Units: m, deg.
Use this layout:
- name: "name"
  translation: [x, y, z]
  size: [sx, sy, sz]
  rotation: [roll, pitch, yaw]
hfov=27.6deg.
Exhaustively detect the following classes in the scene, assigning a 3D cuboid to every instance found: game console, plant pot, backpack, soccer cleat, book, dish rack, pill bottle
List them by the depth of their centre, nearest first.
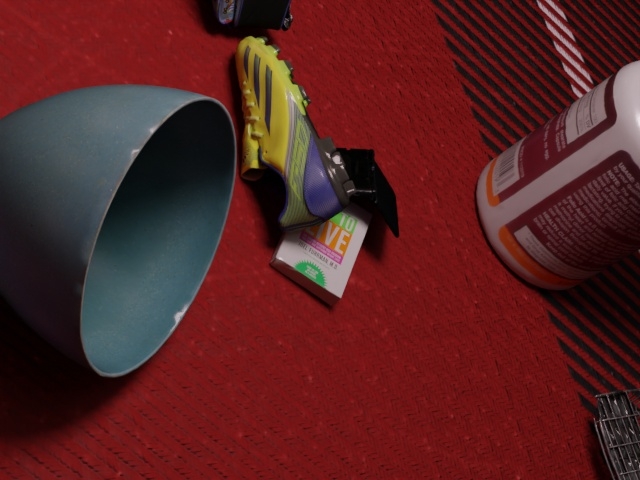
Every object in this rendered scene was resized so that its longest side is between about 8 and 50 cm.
- name: "plant pot"
  translation: [-0.237, -0.035, 1.297]
  size: [0.195, 0.290, 0.290]
  rotation: [21, 42, 16]
- name: "soccer cleat"
  translation: [-0.060, -0.137, 1.612]
  size: [0.289, 0.121, 0.093]
  rotation: [63, 3, 29]
- name: "book"
  translation: [0.000, 0.000, 1.623]
  size: [0.096, 0.035, 0.144]
  rotation: [34, 48, -14]
- name: "game console"
  translation: [0.049, -0.063, 1.679]
  size: [0.107, 0.071, 0.122]
  rotation: [3, 29, -2]
- name: "backpack"
  translation: [-0.093, -0.379, 1.696]
  size: [0.117, 0.158, 0.173]
  rotation: [-3, 51, -22]
- name: "pill bottle"
  translation: [0.419, -0.106, 1.779]
  size: [0.224, 0.392, 0.224]
  rotation: [21, 53, -30]
- name: "dish rack"
  translation: [0.477, 0.297, 1.810]
  size: [0.272, 0.074, 0.208]
  rotation: [-1, 64, -39]
